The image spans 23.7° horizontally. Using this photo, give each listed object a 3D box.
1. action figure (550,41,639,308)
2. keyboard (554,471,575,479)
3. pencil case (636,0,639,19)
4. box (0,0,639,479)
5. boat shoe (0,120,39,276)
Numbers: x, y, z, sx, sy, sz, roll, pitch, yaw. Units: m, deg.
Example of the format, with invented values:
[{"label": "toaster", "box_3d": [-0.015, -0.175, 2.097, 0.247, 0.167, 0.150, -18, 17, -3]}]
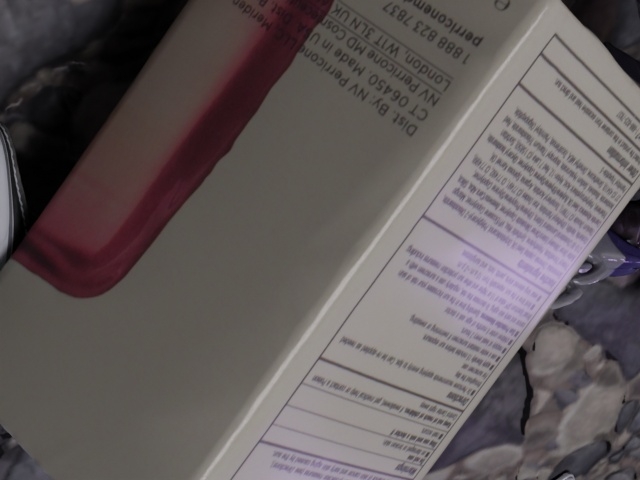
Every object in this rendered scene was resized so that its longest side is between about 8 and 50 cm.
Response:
[{"label": "action figure", "box_3d": [0.199, -0.014, 0.739, 0.285, 0.099, 0.185, 7, 134, -30]}, {"label": "keyboard", "box_3d": [0.157, 0.237, 0.983, 0.072, 0.014, 0.256, -30, 135, -4]}, {"label": "pencil case", "box_3d": [0.174, -0.084, 0.607, 0.086, 0.206, 0.088, -13, 174, -9]}, {"label": "box", "box_3d": [0.000, 0.000, 0.568, 0.232, 0.127, 0.148, -54, 149, 5]}, {"label": "boat shoe", "box_3d": [-0.126, 0.008, 0.583, 0.040, 0.049, 0.142, -26, 139, -37]}]
